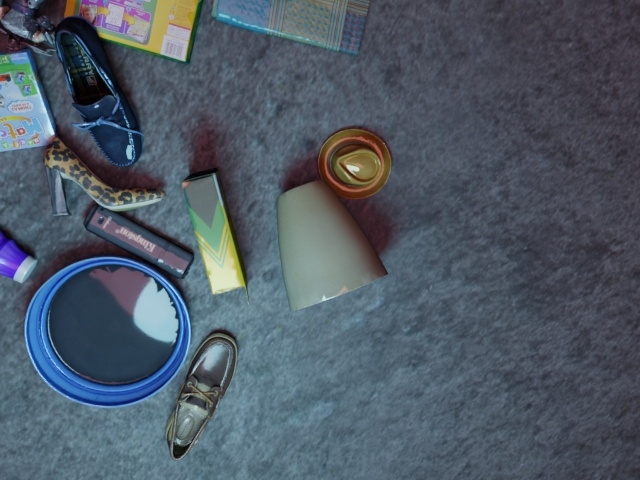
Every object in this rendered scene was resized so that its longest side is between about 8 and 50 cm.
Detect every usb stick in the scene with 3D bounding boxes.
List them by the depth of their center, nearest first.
[{"bbox_3d":[-0.447,0.004,1.386,0.278,0.045,0.077,31,91,-13],"label":"usb stick"}]

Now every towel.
[{"bbox_3d":[-0.057,-0.619,1.333,0.370,0.040,0.272,10,100,-13],"label":"towel"}]

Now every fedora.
[{"bbox_3d":[0.092,-0.192,1.418,0.194,0.079,0.194,-2,101,-8],"label":"fedora"}]

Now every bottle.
[{"bbox_3d":[-0.813,0.003,1.302,0.283,0.092,0.118,32,93,-14],"label":"bottle"}]

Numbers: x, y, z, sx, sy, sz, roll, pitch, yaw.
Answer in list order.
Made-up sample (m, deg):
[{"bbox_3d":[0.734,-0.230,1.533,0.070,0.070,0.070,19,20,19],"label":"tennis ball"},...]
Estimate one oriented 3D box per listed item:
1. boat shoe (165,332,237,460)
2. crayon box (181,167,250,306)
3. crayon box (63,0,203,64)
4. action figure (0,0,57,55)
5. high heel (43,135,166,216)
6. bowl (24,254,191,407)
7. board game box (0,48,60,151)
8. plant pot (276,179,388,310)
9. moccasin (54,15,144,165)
[{"bbox_3d":[-0.311,0.409,1.447,0.123,0.123,0.342,27,96,-13],"label":"boat shoe"},{"bbox_3d":[-0.245,-0.006,1.336,0.081,0.202,0.319,-15,102,-6],"label":"crayon box"},{"bbox_3d":[-0.422,-0.523,1.268,0.278,0.081,0.165,13,99,-11],"label":"crayon box"},{"bbox_3d":[-0.636,-0.523,1.199,0.185,0.099,0.285,25,115,-11],"label":"action figure"},{"bbox_3d":[-0.507,-0.161,1.315,0.261,0.093,0.186,-7,89,-19],"label":"high heel"},{"bbox_3d":[-0.524,0.224,1.401,0.391,0.077,0.391,-2,101,-9],"label":"bowl"},{"bbox_3d":[-0.702,-0.310,1.254,0.160,0.039,0.212,-10,123,-7],"label":"board game box"},{"bbox_3d":[0.000,0.000,1.375,0.256,0.256,0.274,-20,87,-5],"label":"plant pot"},{"bbox_3d":[-0.510,-0.312,1.243,0.137,0.117,0.342,-17,120,5],"label":"moccasin"}]
